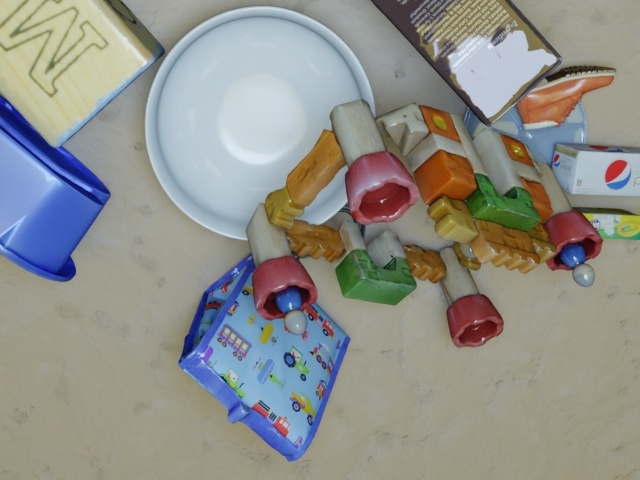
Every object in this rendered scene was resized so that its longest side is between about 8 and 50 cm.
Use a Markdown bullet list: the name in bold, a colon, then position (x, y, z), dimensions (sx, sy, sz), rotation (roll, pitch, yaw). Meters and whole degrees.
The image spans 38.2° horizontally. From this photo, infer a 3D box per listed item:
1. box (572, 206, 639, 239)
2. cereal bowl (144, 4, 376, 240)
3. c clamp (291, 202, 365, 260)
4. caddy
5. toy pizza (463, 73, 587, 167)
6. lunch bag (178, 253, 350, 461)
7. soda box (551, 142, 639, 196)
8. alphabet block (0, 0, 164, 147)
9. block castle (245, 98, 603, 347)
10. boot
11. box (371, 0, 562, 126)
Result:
- **box**: position (0.433, -0.029, 1.469), dimensions (0.179, 0.105, 0.043), rotation (0, 99, -4)
- **cereal bowl**: position (-0.087, -0.177, 1.377), dimensions (0.338, 0.141, 0.339), rotation (-1, 105, -3)
- **c clamp**: position (0.000, 0.000, 1.495), dimensions (0.160, 0.022, 0.137), rotation (-15, 100, 2)
- **caddy**: position (-0.468, -0.080, 1.329), dimensions (0.341, 0.241, 0.179), rotation (41, 94, -12)
- **toy pizza**: position (0.321, -0.170, 1.462), dimensions (0.201, 0.032, 0.201), rotation (-1, 102, -4)
- **lunch bag**: position (-0.086, 0.180, 1.384), dimensions (0.138, 0.293, 0.221), rotation (-39, 104, 21)
- **soda box**: position (0.472, -0.109, 1.445), dimensions (0.216, 0.074, 0.069), rotation (0, 106, -18)
- **alphabet block**: position (-0.361, -0.275, 1.309), dimensions (0.193, 0.192, 0.197), rotation (-41, 105, 5)
- **block castle**: position (0.151, 0.011, 1.279), dimensions (0.453, 0.213, 0.303), rotation (13, 135, -37)
- **boot**: position (0.375, -0.219, 1.411), dimensions (0.157, 0.059, 0.085), rotation (-13, 106, 8)
- **box**: position (0.154, -0.341, 1.281), dimensions (0.143, 0.191, 0.381), rotation (-44, 89, 13)
